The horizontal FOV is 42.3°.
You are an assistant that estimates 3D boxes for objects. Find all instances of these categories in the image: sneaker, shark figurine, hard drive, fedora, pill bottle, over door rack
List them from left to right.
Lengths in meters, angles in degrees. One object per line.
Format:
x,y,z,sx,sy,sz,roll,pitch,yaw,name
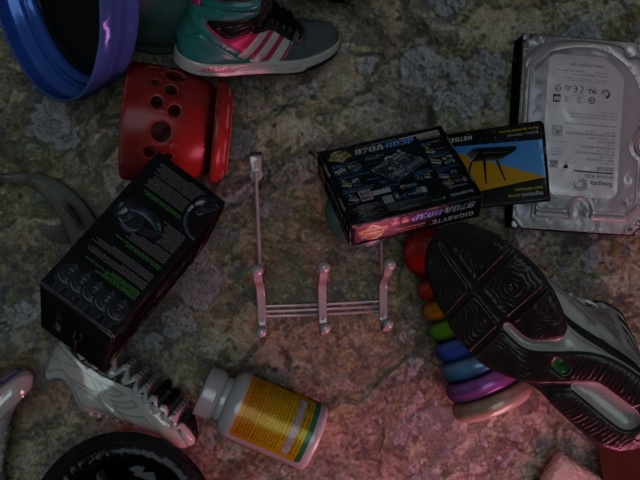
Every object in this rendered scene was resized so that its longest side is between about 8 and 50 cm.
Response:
-0.560,0.344,1.373,0.152,0.114,0.305,39,92,-17,sneaker
-0.441,-0.055,1.366,0.278,0.116,0.166,42,86,-5,shark figurine
-0.331,0.258,1.383,0.292,0.110,0.118,37,95,5,sneaker
-0.318,0.466,1.352,0.334,0.152,0.334,0,90,-4,fedora
-0.102,0.291,1.384,0.208,0.117,0.117,24,89,-3,pill bottle
-0.086,-0.367,1.318,0.295,0.178,0.124,-14,52,-29,sneaker
0.000,0.000,1.396,0.239,0.108,0.324,-2,90,-5,over door rack
0.360,0.129,1.364,0.447,0.257,0.169,44,111,3,sneaker
0.449,-0.182,1.447,0.237,0.064,0.339,4,91,-3,hard drive

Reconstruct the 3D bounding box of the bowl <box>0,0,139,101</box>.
-0.399,-0.409,1.255,0.077,0.391,0.391,-21,92,-37,bowl

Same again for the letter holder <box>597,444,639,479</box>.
0.588,0.445,1.337,0.152,0.214,0.302,-2,77,-13,letter holder

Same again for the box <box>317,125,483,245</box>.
0.123,-0.091,1.320,0.220,0.051,0.175,-14,50,-11,box

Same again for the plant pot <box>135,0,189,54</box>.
-0.269,-0.468,1.334,0.293,0.196,0.293,0,89,-3,plant pot

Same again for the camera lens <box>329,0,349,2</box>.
0.047,-0.545,1.341,0.219,0.219,0.274,42,88,-3,camera lens

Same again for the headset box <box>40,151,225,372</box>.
-0.298,0.047,1.262,0.131,0.246,0.283,37,63,-2,headset box

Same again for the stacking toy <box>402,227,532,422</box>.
0.233,0.132,1.403,0.141,0.141,0.330,-22,88,-3,stacking toy

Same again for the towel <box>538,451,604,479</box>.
0.486,0.514,1.457,0.282,0.049,0.187,32,86,-4,towel

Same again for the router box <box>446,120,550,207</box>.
0.293,-0.124,1.404,0.179,0.046,0.133,-6,86,24,router box

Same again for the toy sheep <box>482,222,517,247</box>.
0.290,0.023,1.427,0.132,0.091,0.091,26,88,0,toy sheep

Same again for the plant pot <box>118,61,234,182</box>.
-0.232,-0.186,1.340,0.174,0.191,0.191,5,90,-7,plant pot

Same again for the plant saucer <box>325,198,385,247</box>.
0.068,-0.048,1.357,0.119,0.021,0.119,1,75,-4,plant saucer
